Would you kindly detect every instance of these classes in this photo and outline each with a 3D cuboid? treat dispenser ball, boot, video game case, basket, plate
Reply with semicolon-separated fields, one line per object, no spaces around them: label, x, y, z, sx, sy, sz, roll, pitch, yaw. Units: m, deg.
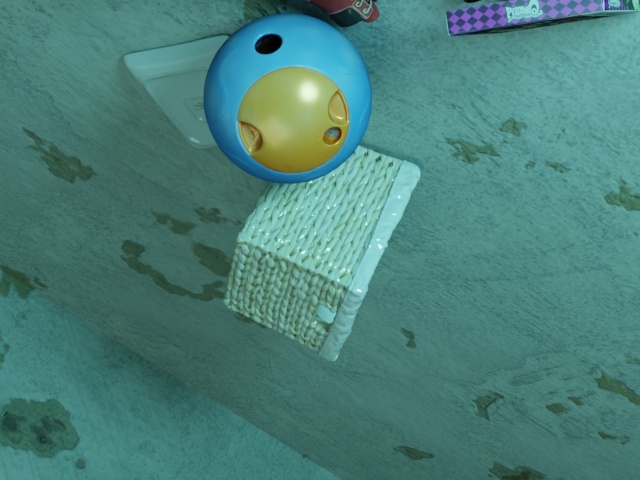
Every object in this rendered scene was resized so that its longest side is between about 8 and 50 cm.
treat dispenser ball;-0.055;-0.240;1.785;0.288;0.288;0.288;15;148;10
boot;0.048;-0.426;1.640;0.176;0.088;0.244;32;155;-16
video game case;0.331;-0.334;1.519;0.232;0.210;0.041;-2;99;33
basket;0.000;0.000;2.090;0.266;0.331;0.328;25;149;4
plate;-0.222;-0.274;2.065;0.277;0.045;0.278;-4;141;34

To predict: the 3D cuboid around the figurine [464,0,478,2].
figurine;0.249;-0.438;1.505;0.209;0.092;0.215;-4;139;42
